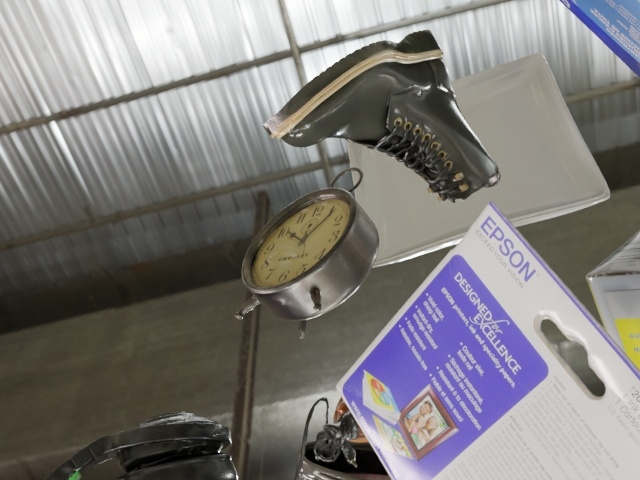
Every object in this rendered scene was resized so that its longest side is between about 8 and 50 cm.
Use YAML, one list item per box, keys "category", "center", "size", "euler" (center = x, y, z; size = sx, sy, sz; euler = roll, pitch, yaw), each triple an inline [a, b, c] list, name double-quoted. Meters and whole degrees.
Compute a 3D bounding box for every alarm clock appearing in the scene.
- category: "alarm clock"
  center: [0.000, 0.000, 0.700]
  size: [0.129, 0.064, 0.192]
  euler: [-10, -135, 42]

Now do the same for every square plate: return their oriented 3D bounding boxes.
- category: "square plate"
  center: [0.216, -0.123, 1.120]
  size: [0.344, 0.049, 0.347]
  euler: [-18, -135, 13]

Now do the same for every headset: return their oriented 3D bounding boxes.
- category: "headset"
  center: [-0.125, 0.297, 0.783]
  size: [0.394, 0.185, 0.243]
  euler: [-28, -106, -22]

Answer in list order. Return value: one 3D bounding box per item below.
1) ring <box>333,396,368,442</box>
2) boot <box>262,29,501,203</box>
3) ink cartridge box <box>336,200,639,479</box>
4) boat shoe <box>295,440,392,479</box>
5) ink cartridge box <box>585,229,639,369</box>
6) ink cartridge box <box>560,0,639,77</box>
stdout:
- category: "ring"
  center: [0.147, 0.155, 1.033]
  size: [0.337, 0.032, 0.336]
  euler: [-38, -172, 6]
- category: "boot"
  center: [0.062, -0.072, 0.535]
  size: [0.198, 0.137, 0.077]
  euler: [-33, -177, -42]
- category: "ink cartridge box"
  center: [0.121, 0.116, 0.469]
  size: [0.045, 0.208, 0.206]
  euler: [-5, -129, -41]
- category: "boat shoe"
  center: [0.124, 0.339, 1.050]
  size: [0.335, 0.095, 0.112]
  euler: [-4, -158, 12]
- category: "ink cartridge box"
  center: [0.379, 0.098, 0.638]
  size: [0.304, 0.307, 0.072]
  euler: [-30, -165, -35]
- category: "ink cartridge box"
  center: [0.381, -0.345, 0.860]
  size: [0.151, 0.270, 0.395]
  euler: [-42, 166, 9]
